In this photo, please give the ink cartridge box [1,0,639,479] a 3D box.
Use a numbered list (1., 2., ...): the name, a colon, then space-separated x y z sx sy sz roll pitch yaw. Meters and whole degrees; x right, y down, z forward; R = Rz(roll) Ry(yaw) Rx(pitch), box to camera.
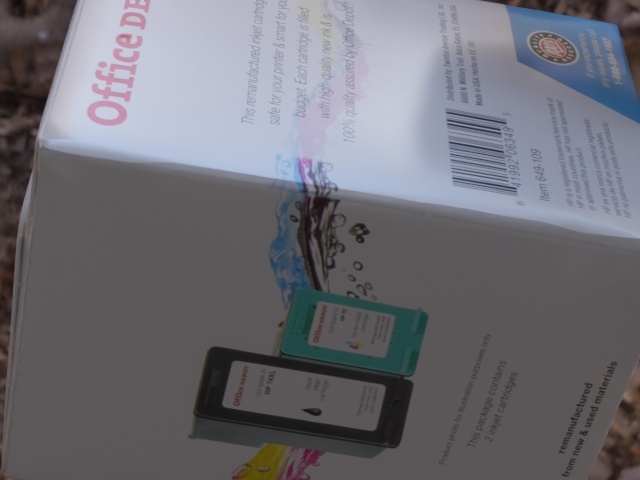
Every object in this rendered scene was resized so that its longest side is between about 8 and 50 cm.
1. ink cartridge box: 0.000 0.000 0.745 0.270 0.197 0.198 10 36 -6
